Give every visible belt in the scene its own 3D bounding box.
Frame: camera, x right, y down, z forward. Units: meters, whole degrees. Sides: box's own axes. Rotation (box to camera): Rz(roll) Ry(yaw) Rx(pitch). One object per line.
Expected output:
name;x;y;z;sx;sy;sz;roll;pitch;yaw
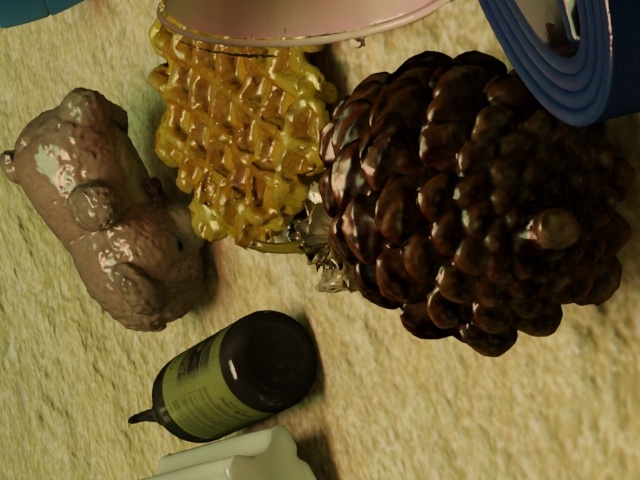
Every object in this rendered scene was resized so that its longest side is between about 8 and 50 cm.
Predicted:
belt;0.175;-0.246;1.211;0.212;0.117;0.347;111;141;-67

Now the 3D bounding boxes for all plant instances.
plant;0.000;0.000;1.592;0.116;0.122;0.104;-144;50;-60

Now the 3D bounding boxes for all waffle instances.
waffle;-0.082;-0.138;1.743;0.325;0.068;0.302;-37;66;57

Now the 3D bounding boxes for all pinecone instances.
pinecone;0.104;-0.036;1.326;0.272;0.224;0.224;33;124;56

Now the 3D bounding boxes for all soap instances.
soap;-0.090;0.289;1.798;0.160;0.087;0.265;60;148;-4

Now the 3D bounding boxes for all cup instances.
cup;-0.022;-0.318;1.451;0.253;0.253;0.274;-24;70;57

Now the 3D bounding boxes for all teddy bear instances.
teddy bear;-0.221;-0.030;1.885;0.267;0.151;0.236;51;-175;8

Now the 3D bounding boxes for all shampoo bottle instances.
shampoo bottle;-0.109;0.153;1.822;0.284;0.101;0.101;-31;71;57

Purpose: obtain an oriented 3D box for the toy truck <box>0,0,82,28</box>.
toy truck;-0.355;-0.392;1.902;0.385;0.161;0.162;79;169;-63
